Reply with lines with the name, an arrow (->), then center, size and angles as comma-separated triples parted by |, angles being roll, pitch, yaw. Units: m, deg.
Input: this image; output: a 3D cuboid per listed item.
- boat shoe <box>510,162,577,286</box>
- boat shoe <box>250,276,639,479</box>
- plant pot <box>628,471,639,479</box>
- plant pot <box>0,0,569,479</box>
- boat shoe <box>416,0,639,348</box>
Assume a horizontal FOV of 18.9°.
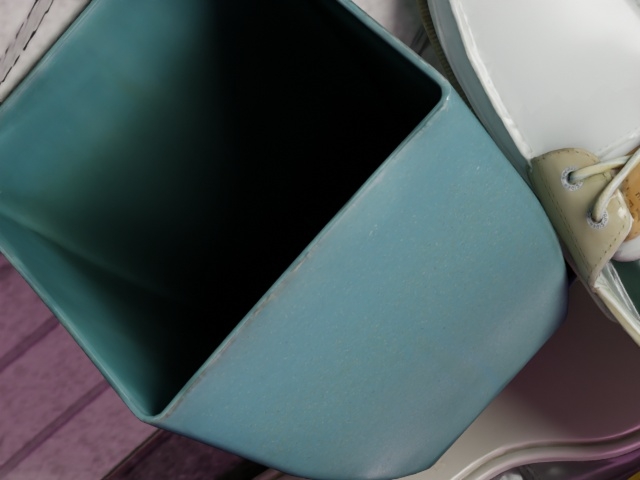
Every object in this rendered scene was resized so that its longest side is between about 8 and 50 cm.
boat shoe -> 0.127, -0.009, 0.962 | 0.258, 0.089, 0.109 | -53, 137, 6
boat shoe -> 0.084, 0.115, 1.025 | 0.335, 0.112, 0.095 | -28, 153, -10
plant pot -> 0.132, 0.188, 1.108 | 0.134, 0.134, 0.095 | -15, 157, -29
plant pot -> 0.000, 0.000, 0.826 | 0.166, 0.165, 0.234 | -48, 145, 4
boat shoe -> 0.150, -0.029, 0.848 | 0.113, 0.103, 0.302 | -37, 99, 7
